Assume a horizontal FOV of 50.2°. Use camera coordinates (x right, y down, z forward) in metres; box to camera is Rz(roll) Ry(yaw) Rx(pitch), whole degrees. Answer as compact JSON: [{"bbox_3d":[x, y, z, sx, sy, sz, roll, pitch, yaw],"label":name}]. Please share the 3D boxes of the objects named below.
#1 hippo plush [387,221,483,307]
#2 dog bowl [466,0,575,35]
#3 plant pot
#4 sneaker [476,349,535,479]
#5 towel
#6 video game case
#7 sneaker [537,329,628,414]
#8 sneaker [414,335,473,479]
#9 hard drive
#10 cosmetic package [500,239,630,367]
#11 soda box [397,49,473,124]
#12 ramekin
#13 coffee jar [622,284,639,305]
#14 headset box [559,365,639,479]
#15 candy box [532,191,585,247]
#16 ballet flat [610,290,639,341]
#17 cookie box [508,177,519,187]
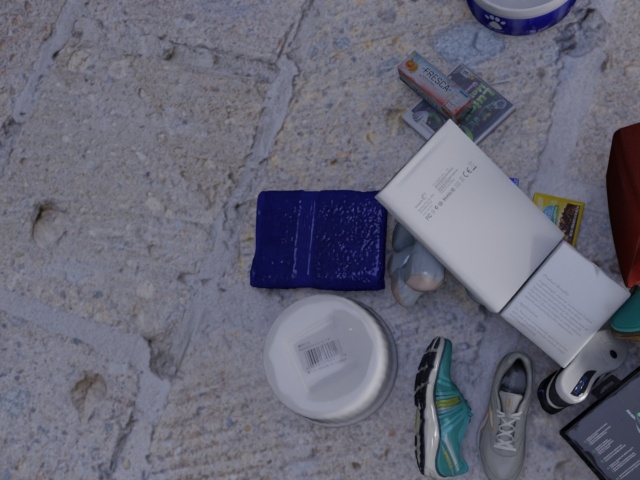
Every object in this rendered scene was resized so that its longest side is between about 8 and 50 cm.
[{"bbox_3d":[0.285,0.013,1.402,0.236,0.234,0.294,15,83,-9],"label":"hippo plush"},{"bbox_3d":[0.461,-0.608,1.557,0.264,0.104,0.265,-4,73,13],"label":"dog bowl"},{"bbox_3d":[0.678,-0.097,1.290,0.267,0.267,0.236,-17,60,8],"label":"plant pot"},{"bbox_3d":[0.354,0.334,1.306,0.099,0.121,0.263,6,76,16],"label":"sneaker"},{"bbox_3d":[0.000,0.000,1.510,0.308,0.076,0.228,0,77,19],"label":"towel"},{"bbox_3d":[0.311,-0.288,1.546,0.190,0.022,0.173,-43,70,-1],"label":"video game case"},{"bbox_3d":[0.493,0.253,1.321,0.216,0.121,0.079,-28,73,-32],"label":"sneaker"},{"bbox_3d":[0.246,0.330,1.362,0.109,0.107,0.276,3,79,-5],"label":"sneaker"},{"bbox_3d":[0.278,-0.046,1.265,0.307,0.040,0.203,44,80,-4],"label":"hard drive"},{"bbox_3d":[0.458,0.118,1.304,0.151,0.151,0.184,42,98,13],"label":"cosmetic package"},{"bbox_3d":[0.257,-0.341,1.529,0.058,0.063,0.183,-43,70,-1],"label":"soda box"},{"bbox_3d":[0.015,0.242,1.408,0.277,0.135,0.277,-4,74,13],"label":"ramekin"},{"bbox_3d":[0.656,0.166,1.293,0.184,0.096,0.079,33,119,20],"label":"coffee jar"},{"bbox_3d":[0.610,0.368,1.229,0.246,0.131,0.283,-40,69,0],"label":"headset box"},{"bbox_3d":[0.473,0.008,1.420,0.105,0.027,0.206,14,78,18],"label":"candy box"},{"bbox_3d":[0.680,0.094,1.194,0.342,0.116,0.124,-40,114,10],"label":"ballet flat"},{"bbox_3d":[0.367,-0.089,1.466,0.107,0.040,0.092,5,77,16],"label":"cookie box"}]
